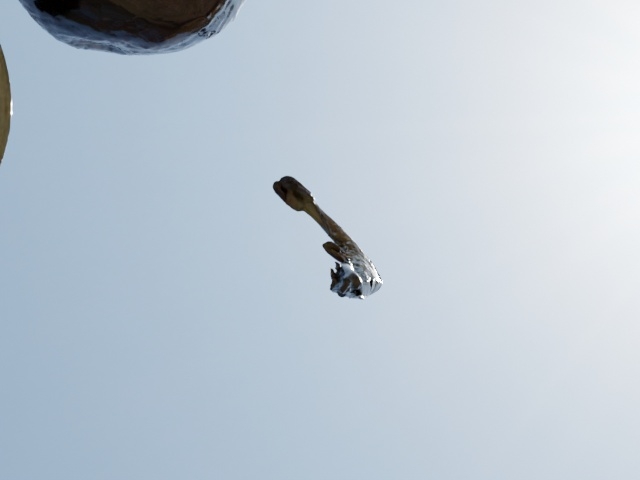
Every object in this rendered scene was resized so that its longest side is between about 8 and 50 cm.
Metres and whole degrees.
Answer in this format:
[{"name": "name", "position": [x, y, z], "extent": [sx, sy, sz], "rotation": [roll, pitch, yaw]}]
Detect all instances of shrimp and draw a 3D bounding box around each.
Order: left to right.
[{"name": "shrimp", "position": [0.003, -0.002, 1.820], "extent": [0.148, 0.035, 0.195], "rotation": [53, -170, 1]}]

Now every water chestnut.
[{"name": "water chestnut", "position": [-0.146, -0.248, 1.407], "extent": [0.238, 0.223, 0.224], "rotation": [61, -138, -26]}]

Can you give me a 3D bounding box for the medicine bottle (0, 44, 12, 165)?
[{"name": "medicine bottle", "position": [-0.377, -0.062, 1.354], "extent": [0.235, 0.406, 0.236], "rotation": [4, -100, -21]}]
